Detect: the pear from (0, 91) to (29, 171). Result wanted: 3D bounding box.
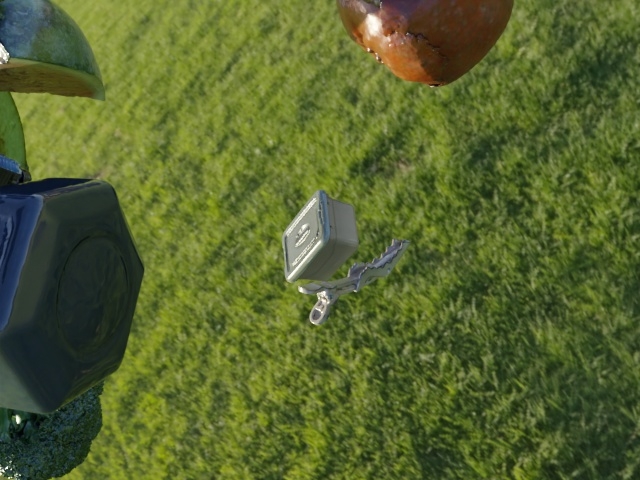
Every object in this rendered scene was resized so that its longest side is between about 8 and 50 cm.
[{"bbox_3d":[-0.730,-0.206,1.258,0.318,0.239,0.342,-6,1,1],"label":"pear"}]

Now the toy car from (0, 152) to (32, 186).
[{"bbox_3d":[-0.459,-0.041,0.939,0.070,0.080,0.171,35,96,32],"label":"toy car"}]

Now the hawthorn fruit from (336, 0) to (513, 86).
[{"bbox_3d":[0.183,-0.385,1.087,0.307,0.276,0.276,-34,40,9],"label":"hawthorn fruit"}]

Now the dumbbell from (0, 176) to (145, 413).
[{"bbox_3d":[-0.293,0.023,0.503,0.324,0.144,0.160,6,15,17],"label":"dumbbell"}]

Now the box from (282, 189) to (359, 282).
[{"bbox_3d":[0.000,0.000,0.979,0.122,0.062,0.089,-48,38,44],"label":"box"}]

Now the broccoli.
[{"bbox_3d":[-0.372,0.242,0.976,0.195,0.156,0.195,-32,3,2],"label":"broccoli"}]

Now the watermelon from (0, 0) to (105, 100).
[{"bbox_3d":[-0.458,-0.308,1.104,0.256,0.260,0.176,51,134,34],"label":"watermelon"}]

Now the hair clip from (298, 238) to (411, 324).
[{"bbox_3d":[0.063,0.061,1.133,0.226,0.072,0.034,-25,27,-32],"label":"hair clip"}]
